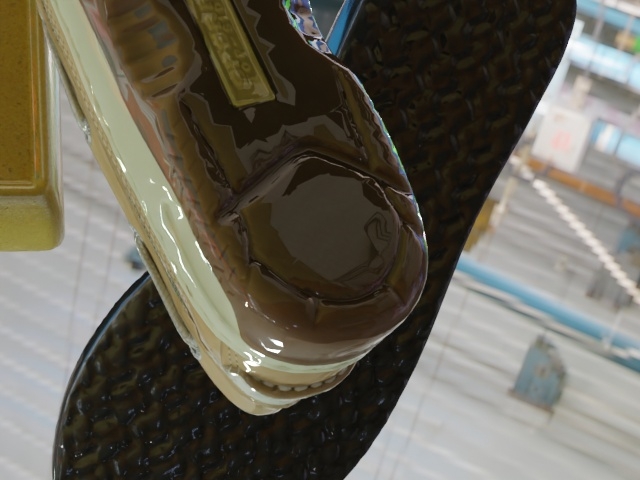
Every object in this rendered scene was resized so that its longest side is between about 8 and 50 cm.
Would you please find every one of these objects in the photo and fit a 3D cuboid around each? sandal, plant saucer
[{"bbox_3d":[0.003,0.000,0.980,0.167,0.107,0.445,37,-101,-12],"label":"sandal"},{"bbox_3d":[-0.370,-0.153,1.478,0.333,0.332,0.081,-2,180,-35],"label":"plant saucer"}]

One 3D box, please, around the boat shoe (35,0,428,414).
[{"bbox_3d":[-0.039,-0.050,0.374,0.068,0.072,0.190,-6,-113,-25],"label":"boat shoe"}]
